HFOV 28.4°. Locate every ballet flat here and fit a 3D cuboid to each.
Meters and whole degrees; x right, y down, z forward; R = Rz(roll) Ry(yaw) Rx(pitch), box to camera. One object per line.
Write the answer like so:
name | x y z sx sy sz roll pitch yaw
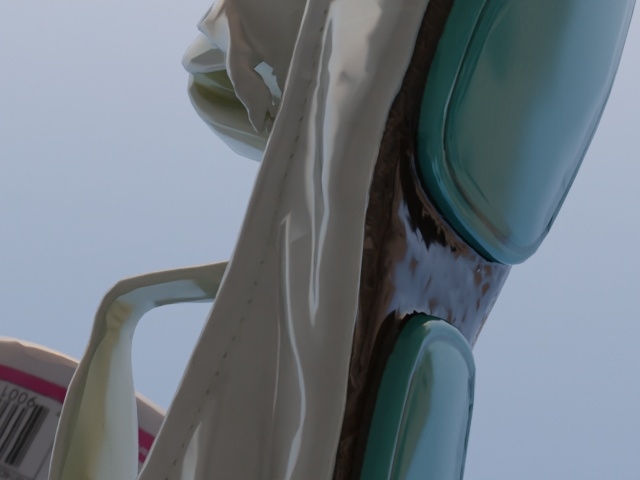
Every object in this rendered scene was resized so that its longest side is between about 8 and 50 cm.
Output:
ballet flat | 0.000 0.000 0.378 0.139 0.139 0.400 16 -105 8

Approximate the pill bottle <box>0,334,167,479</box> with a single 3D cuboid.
pill bottle | -0.175 0.202 0.604 0.160 0.160 0.283 21 -116 11
